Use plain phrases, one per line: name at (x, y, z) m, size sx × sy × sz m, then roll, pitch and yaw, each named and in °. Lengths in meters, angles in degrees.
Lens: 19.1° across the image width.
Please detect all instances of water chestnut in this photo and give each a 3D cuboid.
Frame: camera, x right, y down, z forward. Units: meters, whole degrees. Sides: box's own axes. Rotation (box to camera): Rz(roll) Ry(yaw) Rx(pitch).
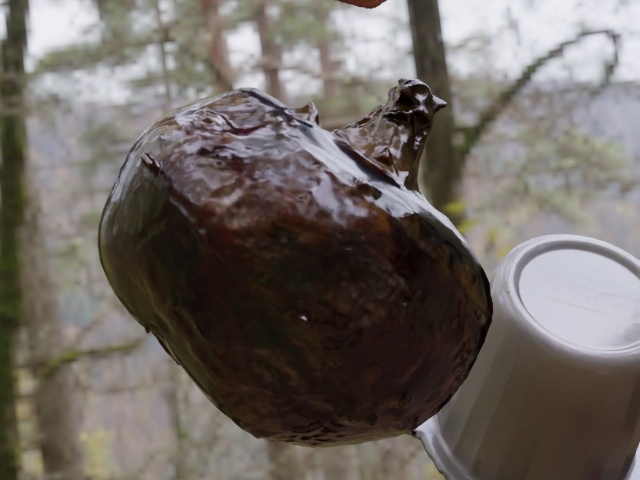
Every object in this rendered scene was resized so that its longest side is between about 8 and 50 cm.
water chestnut at (0.000, 0.000, 1.531) m, size 0.302 × 0.350 × 0.350 m, roll -48°, pitch -5°, yaw 0°

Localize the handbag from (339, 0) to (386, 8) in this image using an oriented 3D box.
handbag at (-0.016, -0.319, 1.797) m, size 0.212 × 0.157 × 0.059 m, roll 21°, pitch 0°, yaw 14°

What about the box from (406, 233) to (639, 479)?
box at (0.237, 0.139, 1.822) m, size 0.262 × 0.291 × 0.206 m, roll -12°, pitch -43°, yaw -25°
